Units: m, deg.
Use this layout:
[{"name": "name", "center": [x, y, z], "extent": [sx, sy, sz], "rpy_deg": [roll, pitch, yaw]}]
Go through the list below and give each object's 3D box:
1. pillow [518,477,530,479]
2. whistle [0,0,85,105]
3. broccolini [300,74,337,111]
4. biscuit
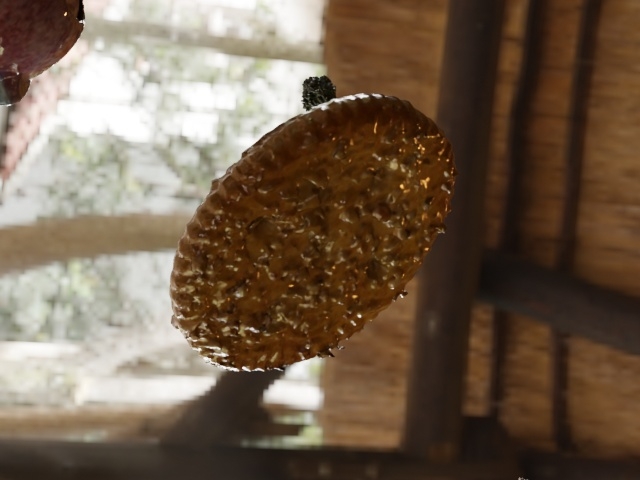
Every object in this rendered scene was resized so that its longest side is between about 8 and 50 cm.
[{"name": "pillow", "center": [0.322, 0.390, 2.188], "extent": [0.118, 0.043, 0.185], "rpy_deg": [10, -46, 60]}, {"name": "whistle", "center": [-0.214, -0.189, 1.110], "extent": [0.134, 0.142, 0.346], "rpy_deg": [-38, -161, 14]}, {"name": "broccolini", "center": [0.051, -0.085, 1.783], "extent": [0.218, 0.044, 0.042], "rpy_deg": [53, -46, 4]}, {"name": "biscuit", "center": [0.000, 0.000, 1.249], "extent": [0.035, 0.254, 0.254], "rpy_deg": [46, -46, 37]}]
